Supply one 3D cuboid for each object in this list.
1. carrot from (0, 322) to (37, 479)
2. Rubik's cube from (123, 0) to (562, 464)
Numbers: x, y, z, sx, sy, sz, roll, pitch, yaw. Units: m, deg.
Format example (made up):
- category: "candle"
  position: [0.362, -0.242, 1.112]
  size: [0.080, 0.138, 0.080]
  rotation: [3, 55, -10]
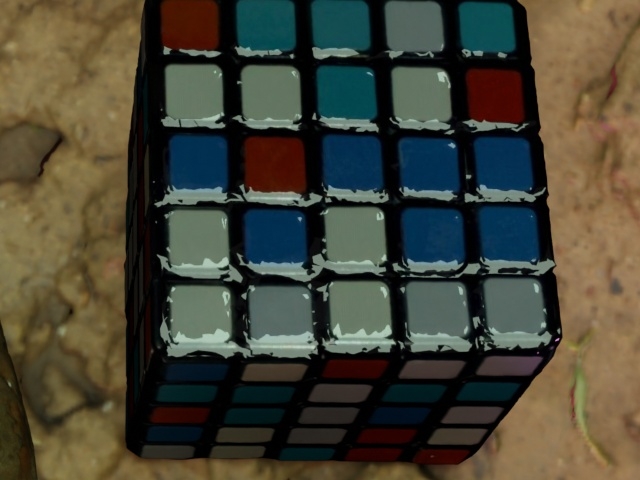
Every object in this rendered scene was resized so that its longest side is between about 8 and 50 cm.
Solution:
- category: "carrot"
  position: [-0.163, 0.145, 0.931]
  size: [0.070, 0.070, 0.342]
  rotation: [-9, 72, -13]
- category: "Rubik's cube"
  position: [0.000, 0.000, 0.947]
  size: [0.182, 0.187, 0.184]
  rotation: [0, 67, -9]
